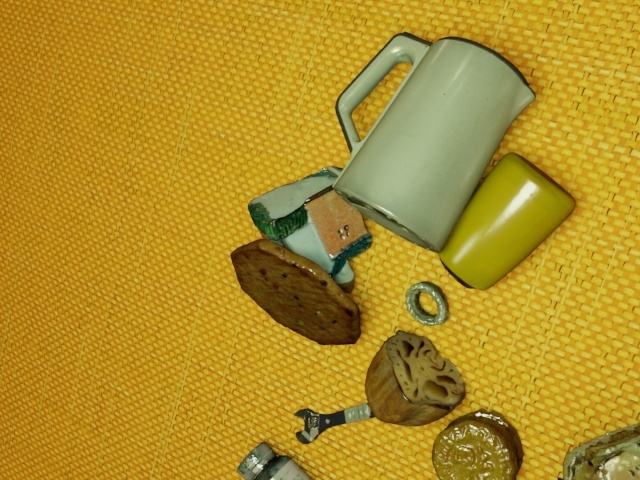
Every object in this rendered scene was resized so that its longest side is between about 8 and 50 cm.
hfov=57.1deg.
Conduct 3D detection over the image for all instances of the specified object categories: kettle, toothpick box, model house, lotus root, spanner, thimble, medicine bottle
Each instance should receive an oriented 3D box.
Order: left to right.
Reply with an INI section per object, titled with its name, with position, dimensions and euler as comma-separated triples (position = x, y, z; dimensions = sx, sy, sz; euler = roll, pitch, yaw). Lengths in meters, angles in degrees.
[medicine bottle]
position = -0.077, 0.644, 1.471
dimensions = 0.293, 0.141, 0.141
euler = 42, 109, 18
[model house]
position = 0.000, 0.000, 1.395
dimensions = 0.253, 0.184, 0.291
euler = -29, 110, -15
[spanner]
position = 0.065, 0.431, 1.459
dimensions = 0.315, 0.024, 0.087
euler = -24, 79, 24
[lotus root]
position = 0.198, 0.334, 1.329
dimensions = 0.188, 0.199, 0.180
euler = -102, 32, -45
[kettle]
position = 0.188, -0.220, 1.213
dimensions = 0.361, 0.250, 0.377
euler = 32, 89, 27
[thimble]
position = 0.245, 0.146, 1.335
dimensions = 0.110, 0.062, 0.084
euler = 48, 109, 15
[toothpick box]
position = 0.367, -0.029, 1.211
dimensions = 0.175, 0.175, 0.271
euler = 44, 112, 17

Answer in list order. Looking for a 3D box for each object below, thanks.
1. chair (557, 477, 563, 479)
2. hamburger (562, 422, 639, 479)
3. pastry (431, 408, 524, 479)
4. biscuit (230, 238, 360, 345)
[chair]
position = 0.558, 0.535, 1.207
dimensions = 0.229, 0.113, 0.106
euler = -24, 81, -14
[hamburger]
position = 0.632, 0.468, 1.073
dimensions = 0.318, 0.195, 0.277
euler = -22, 80, -1
[pastry]
position = 0.343, 0.469, 1.284
dimensions = 0.188, 0.103, 0.189
euler = 1, 93, 24
[biscuit]
position = -0.056, 0.127, 1.371
dimensions = 0.359, 0.359, 0.046
euler = 24, 59, 22
